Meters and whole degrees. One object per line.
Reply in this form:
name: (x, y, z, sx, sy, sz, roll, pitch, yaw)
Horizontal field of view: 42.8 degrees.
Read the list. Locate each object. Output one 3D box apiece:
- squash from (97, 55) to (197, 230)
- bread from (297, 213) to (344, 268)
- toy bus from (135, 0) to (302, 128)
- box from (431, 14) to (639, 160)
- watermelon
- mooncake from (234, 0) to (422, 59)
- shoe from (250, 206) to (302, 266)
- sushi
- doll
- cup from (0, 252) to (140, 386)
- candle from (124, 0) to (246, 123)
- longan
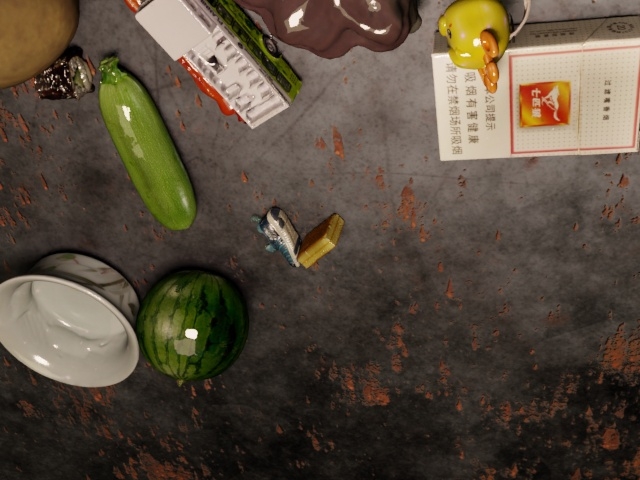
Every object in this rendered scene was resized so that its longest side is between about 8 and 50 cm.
squash: (-0.329, -0.166, 1.565, 0.107, 0.107, 0.395, -6, 127, 17)
bread: (0.000, 0.000, 1.642, 0.035, 0.090, 0.094, 41, 127, -15)
toy bus: (-0.165, -0.325, 1.370, 0.113, 0.139, 0.302, -26, 122, 32)
box: (0.358, -0.248, 1.356, 0.330, 0.095, 0.210, -2, 130, 12)
watermelon: (-0.275, 0.184, 1.759, 0.242, 0.242, 0.242, 6, 131, 7)
mooncake: (0.020, -0.458, 1.186, 0.350, 0.212, 0.381, 11, 129, 11)
shoe: (-0.083, 0.000, 1.679, 0.071, 0.064, 0.143, -19, 121, 24)
sushi: (-0.472, -0.303, 1.499, 0.084, 0.098, 0.094, -2, 110, 9)
doll: (0.244, -0.330, 1.221, 0.135, 0.221, 0.143, -7, 167, 4)
cup: (-0.549, 0.157, 1.842, 0.347, 0.163, 0.347, 7, 132, 8)
candle: (-0.238, -0.332, 1.444, 0.051, 0.048, 0.329, -33, 116, 18)
longan: (-0.544, -0.388, 1.321, 0.297, 0.297, 0.297, 6, 131, 7)
